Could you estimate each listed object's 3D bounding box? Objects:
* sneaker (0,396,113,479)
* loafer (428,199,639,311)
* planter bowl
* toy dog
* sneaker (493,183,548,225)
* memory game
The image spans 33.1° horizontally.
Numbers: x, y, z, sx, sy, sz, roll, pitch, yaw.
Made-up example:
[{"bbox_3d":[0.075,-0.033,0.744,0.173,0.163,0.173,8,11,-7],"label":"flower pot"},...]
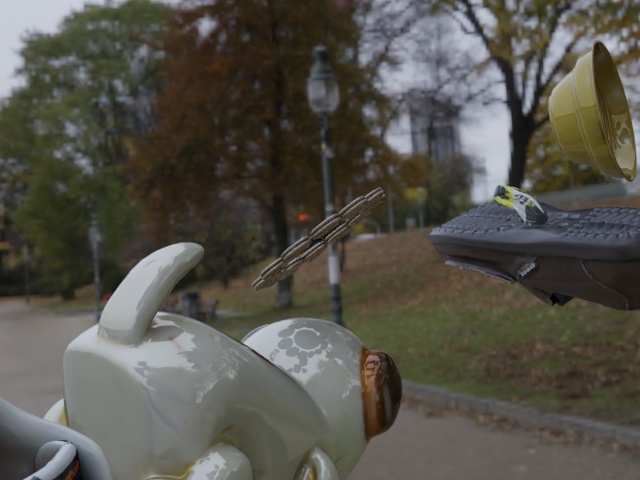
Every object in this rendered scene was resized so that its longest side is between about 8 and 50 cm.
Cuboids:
[{"bbox_3d":[-0.173,0.212,0.673,0.127,0.321,0.126,-36,7,11],"label":"sneaker"},{"bbox_3d":[0.278,0.030,1.382,0.134,0.130,0.366,-25,19,-28],"label":"loafer"},{"bbox_3d":[0.401,-0.184,1.620,0.090,0.217,0.217,-14,-6,28],"label":"planter bowl"},{"bbox_3d":[-0.102,0.196,1.166,0.284,0.395,0.408,-2,1,38],"label":"toy dog"},{"bbox_3d":[0.230,-0.042,1.201,0.035,0.031,0.083,-5,30,-30],"label":"sneaker"},{"bbox_3d":[0.000,0.000,1.206,0.186,0.012,0.186,-36,-6,-4],"label":"memory game"}]
